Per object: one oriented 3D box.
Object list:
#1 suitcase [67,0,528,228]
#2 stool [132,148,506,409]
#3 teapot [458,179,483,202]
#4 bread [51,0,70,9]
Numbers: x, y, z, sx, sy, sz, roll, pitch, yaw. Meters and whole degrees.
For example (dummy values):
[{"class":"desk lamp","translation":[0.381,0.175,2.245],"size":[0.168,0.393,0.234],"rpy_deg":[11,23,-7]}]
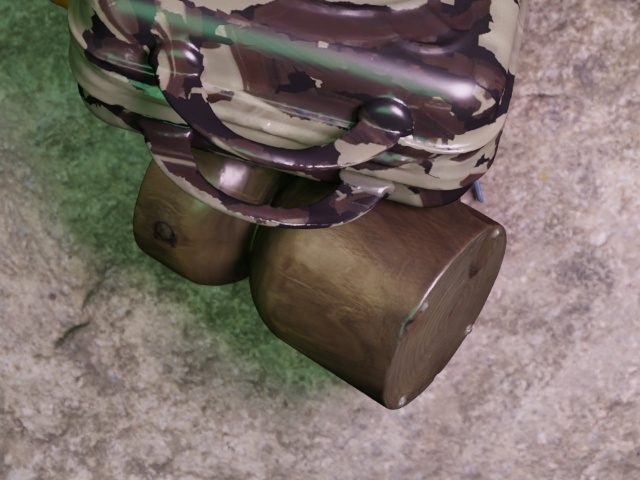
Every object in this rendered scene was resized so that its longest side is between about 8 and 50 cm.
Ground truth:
[{"class":"suitcase","translation":[-0.020,-0.159,1.339],"size":[0.352,0.339,0.194],"rpy_deg":[14,144,-2]},{"class":"stool","translation":[0.000,0.000,1.444],"size":[0.264,0.179,0.179],"rpy_deg":[31,111,19]},{"class":"teapot","translation":[0.107,-0.027,1.510],"size":[0.064,0.049,0.083],"rpy_deg":[-2,106,22]},{"class":"bread","translation":[-0.259,-0.283,1.496],"size":[0.245,0.102,0.094],"rpy_deg":[29,121,3]}]
